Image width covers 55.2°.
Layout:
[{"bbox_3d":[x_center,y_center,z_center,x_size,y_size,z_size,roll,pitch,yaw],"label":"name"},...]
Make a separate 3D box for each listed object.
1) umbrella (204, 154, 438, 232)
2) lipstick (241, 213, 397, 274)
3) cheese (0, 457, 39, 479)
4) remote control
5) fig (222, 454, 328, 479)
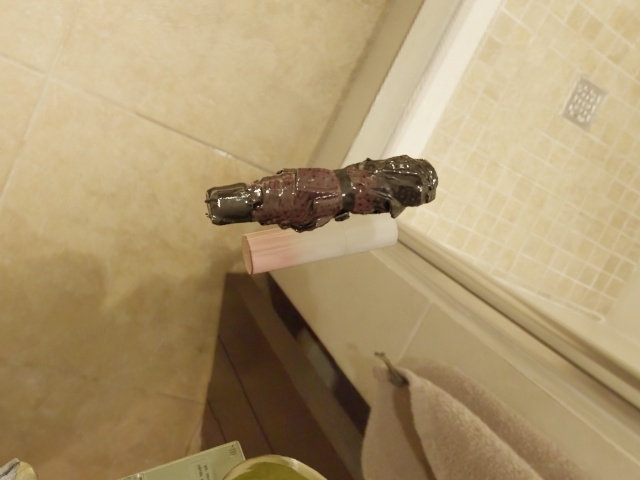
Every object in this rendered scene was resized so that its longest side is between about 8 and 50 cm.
[{"bbox_3d":[0.006,-0.060,0.826,0.326,0.090,0.094,-10,88,-15],"label":"umbrella"},{"bbox_3d":[0.000,0.000,1.309,0.327,0.087,0.087,-11,113,-17],"label":"lipstick"},{"bbox_3d":[-0.615,0.481,1.142,0.071,0.249,0.163,45,63,9],"label":"cheese"},{"bbox_3d":[-0.288,0.509,1.249,0.286,0.123,0.038,-16,135,-15],"label":"remote control"},{"bbox_3d":[-0.042,0.439,0.870,0.271,0.239,0.239,9,109,11],"label":"fig"}]
